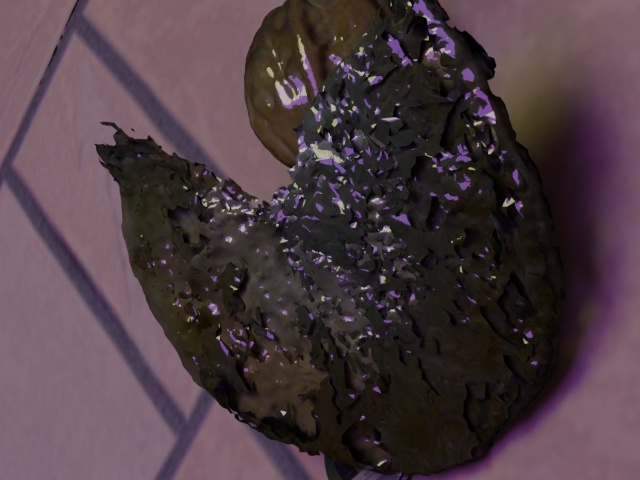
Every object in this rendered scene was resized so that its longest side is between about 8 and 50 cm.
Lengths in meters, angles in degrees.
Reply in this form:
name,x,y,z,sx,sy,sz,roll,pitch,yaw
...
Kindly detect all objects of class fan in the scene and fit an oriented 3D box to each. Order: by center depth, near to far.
name,x,y,z,sx,sy,sz,roll,pitch,yaw
fan,0.021,0.100,0.685,0.060,0.003,0.080,-14,68,48

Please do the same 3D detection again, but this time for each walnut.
name,x,y,z,sx,sy,sz,roll,pitch,yaw
walnut,0.007,-0.068,0.694,0.092,0.092,0.092,-18,65,46

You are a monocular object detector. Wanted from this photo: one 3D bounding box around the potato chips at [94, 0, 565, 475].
name,x,y,z,sx,sy,sz,roll,pitch,yaw
potato chips,-0.003,0.001,0.654,0.220,0.029,0.202,-5,103,38
